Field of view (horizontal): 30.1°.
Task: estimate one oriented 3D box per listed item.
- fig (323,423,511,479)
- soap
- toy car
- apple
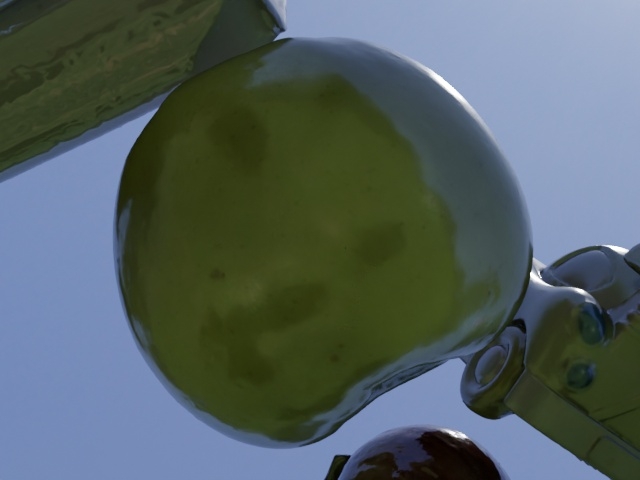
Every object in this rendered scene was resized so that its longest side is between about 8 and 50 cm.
[{"bbox_3d":[0.100,0.306,1.205,0.214,0.235,0.235,-28,-81,30],"label":"fig"},{"bbox_3d":[-0.255,-0.234,0.958,0.435,0.350,0.213,-24,-41,16],"label":"soap"},{"bbox_3d":[0.254,0.087,1.137,0.242,0.336,0.226,34,-83,-17],"label":"toy car"},{"bbox_3d":[0.000,0.000,0.769,0.262,0.262,0.262,9,-66,20],"label":"apple"}]
